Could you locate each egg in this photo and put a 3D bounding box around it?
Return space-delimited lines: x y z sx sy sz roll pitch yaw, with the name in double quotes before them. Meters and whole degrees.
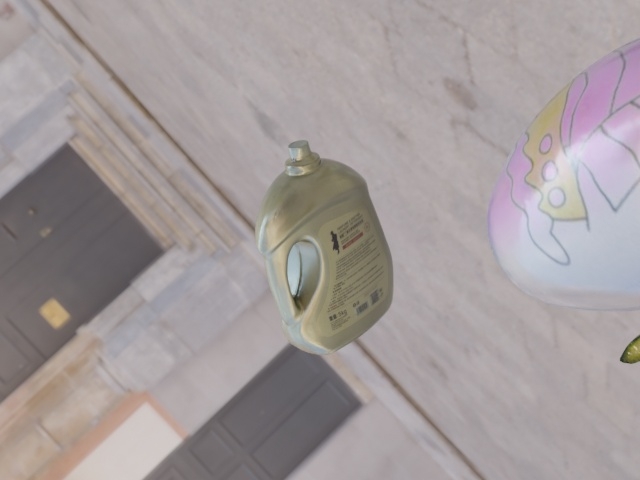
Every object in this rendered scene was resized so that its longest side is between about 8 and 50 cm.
"egg" 0.246 -0.050 0.723 0.196 0.271 0.196 39 -138 -47

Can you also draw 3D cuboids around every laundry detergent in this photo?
"laundry detergent" 0.000 0.000 1.193 0.091 0.181 0.253 15 129 45

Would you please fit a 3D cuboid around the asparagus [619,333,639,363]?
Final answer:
"asparagus" 0.403 0.082 1.115 0.034 0.236 0.027 46 136 14
